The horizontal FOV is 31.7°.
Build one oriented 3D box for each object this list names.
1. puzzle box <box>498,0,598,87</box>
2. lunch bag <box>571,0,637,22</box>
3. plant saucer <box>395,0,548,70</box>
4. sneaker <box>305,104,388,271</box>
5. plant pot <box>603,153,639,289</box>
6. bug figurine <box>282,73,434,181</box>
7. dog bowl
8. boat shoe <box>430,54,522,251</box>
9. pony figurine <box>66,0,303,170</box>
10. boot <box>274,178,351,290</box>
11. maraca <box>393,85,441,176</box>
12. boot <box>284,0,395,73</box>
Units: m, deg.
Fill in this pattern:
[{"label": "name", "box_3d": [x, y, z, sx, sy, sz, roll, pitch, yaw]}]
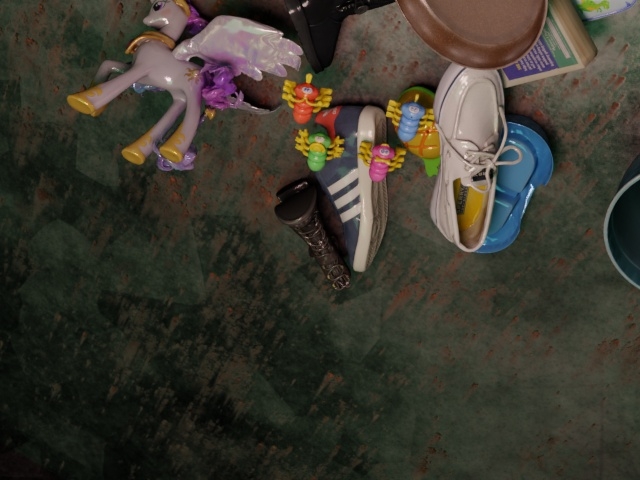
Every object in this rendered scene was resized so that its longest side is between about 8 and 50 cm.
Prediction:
[{"label": "puzzle box", "box_3d": [0.264, -0.444, 1.898, 0.272, 0.052, 0.409, -6, 123, 53]}, {"label": "lunch bag", "box_3d": [0.431, -0.472, 1.860, 0.176, 0.090, 0.219, -13, 116, 29]}, {"label": "plant saucer", "box_3d": [0.242, -0.426, 1.817, 0.311, 0.050, 0.310, 30, 141, 28]}, {"label": "sneaker", "box_3d": [0.048, -0.106, 2.228, 0.148, 0.131, 0.350, 8, 115, 17]}, {"label": "plant pot", "box_3d": [0.640, -0.074, 1.937, 0.272, 0.255, 0.271, 10, 125, 15]}, {"label": "bug figurine", "box_3d": [0.060, -0.196, 2.029, 0.279, 0.072, 0.216, 10, 138, 2]}, {"label": "dog bowl", "box_3d": [0.334, -0.112, 2.142, 0.166, 0.074, 0.297, 25, 126, 3]}, {"label": "boat shoe", "box_3d": [0.271, -0.137, 1.978, 0.136, 0.156, 0.367, -6, 124, -17]}, {"label": "pony figurine", "box_3d": [-0.245, -0.302, 2.081, 0.351, 0.363, 0.303, 29, 151, -5]}, {"label": "boot", "box_3d": [0.000, 0.000, 2.253, 0.091, 0.263, 0.229, -28, 104, 5]}, {"label": "maraca", "box_3d": [0.204, -0.200, 2.104, 0.127, 0.099, 0.185, -32, 86, 50]}, {"label": "boot", "box_3d": [0.054, -0.408, 2.029, 0.207, 0.094, 0.246, -20, 157, 3]}]
